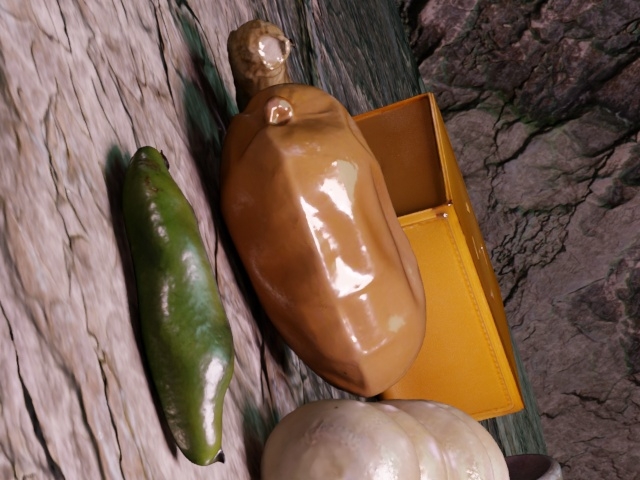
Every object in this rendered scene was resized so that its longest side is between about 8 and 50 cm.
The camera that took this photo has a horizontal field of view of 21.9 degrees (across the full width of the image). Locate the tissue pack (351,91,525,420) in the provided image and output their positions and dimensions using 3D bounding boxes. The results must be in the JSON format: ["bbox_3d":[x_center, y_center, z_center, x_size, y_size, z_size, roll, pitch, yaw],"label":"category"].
[{"bbox_3d":[0.092,0.027,1.637,0.194,0.145,0.274,-91,163,-52],"label":"tissue pack"}]

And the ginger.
[{"bbox_3d":[-0.016,-0.056,1.322,0.334,0.081,0.148,64,10,-47],"label":"ginger"}]

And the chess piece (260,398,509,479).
[{"bbox_3d":[0.035,0.169,1.152,0.261,0.142,0.143,26,48,-68],"label":"chess piece"}]

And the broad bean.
[{"bbox_3d":[-0.080,0.025,0.919,0.061,0.046,0.195,50,25,-63],"label":"broad bean"}]

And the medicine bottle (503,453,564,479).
[{"bbox_3d":[0.244,0.413,1.855,0.151,0.151,0.322,-61,135,-77],"label":"medicine bottle"}]

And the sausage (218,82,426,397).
[{"bbox_3d":[0.000,0.000,1.191,0.136,0.120,0.241,33,-30,61],"label":"sausage"}]
